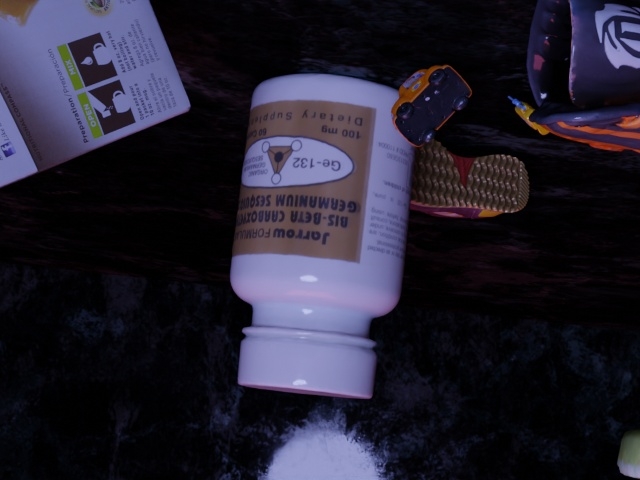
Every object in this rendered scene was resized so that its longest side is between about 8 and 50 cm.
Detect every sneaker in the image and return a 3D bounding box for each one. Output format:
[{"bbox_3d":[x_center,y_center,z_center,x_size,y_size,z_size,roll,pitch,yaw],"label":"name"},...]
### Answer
[{"bbox_3d":[0.211,-0.079,0.614,0.180,0.125,0.321,9,172,-25],"label":"sneaker"},{"bbox_3d":[0.091,-0.050,1.127,0.185,0.070,0.084,13,165,-33],"label":"sneaker"}]

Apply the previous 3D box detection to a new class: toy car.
[{"bbox_3d":[0.101,-0.087,0.915,0.122,0.060,0.040,20,-162,-34],"label":"toy car"}]

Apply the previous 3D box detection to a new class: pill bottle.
[{"bbox_3d":[0.000,0.000,0.974,0.131,0.229,0.131,6,172,1],"label":"pill bottle"}]

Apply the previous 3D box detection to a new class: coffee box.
[{"bbox_3d":[-0.217,-0.067,0.716,0.246,0.098,0.141,-29,-168,-40],"label":"coffee box"}]

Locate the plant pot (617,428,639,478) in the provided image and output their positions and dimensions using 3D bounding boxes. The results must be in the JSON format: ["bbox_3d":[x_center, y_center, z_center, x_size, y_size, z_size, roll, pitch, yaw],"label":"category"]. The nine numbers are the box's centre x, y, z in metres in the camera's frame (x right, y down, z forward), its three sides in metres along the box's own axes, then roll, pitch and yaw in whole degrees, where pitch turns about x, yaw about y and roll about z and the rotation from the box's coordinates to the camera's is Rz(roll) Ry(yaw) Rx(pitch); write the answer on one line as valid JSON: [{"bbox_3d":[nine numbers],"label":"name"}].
[{"bbox_3d":[0.217,-0.057,0.287,0.276,0.254,0.276,7,172,1],"label":"plant pot"}]
